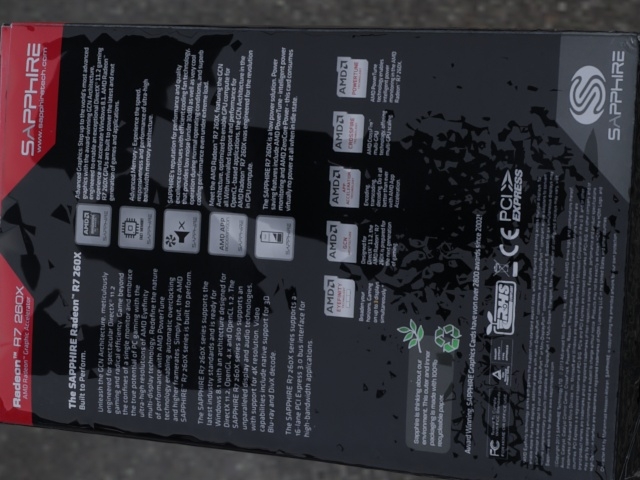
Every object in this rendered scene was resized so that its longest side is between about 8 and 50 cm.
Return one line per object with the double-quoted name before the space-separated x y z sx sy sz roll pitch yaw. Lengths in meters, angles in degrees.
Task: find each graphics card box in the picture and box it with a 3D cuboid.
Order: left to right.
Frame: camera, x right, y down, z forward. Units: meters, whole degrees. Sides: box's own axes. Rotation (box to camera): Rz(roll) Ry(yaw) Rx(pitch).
"graphics card box" 0.000 0.000 0.990 0.371 0.094 0.232 3 92 26
